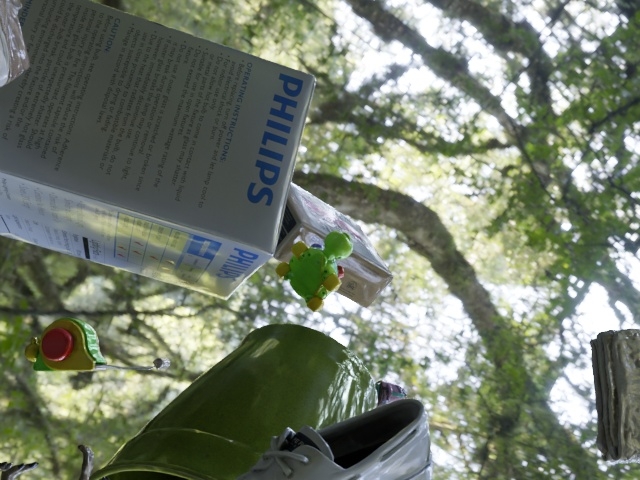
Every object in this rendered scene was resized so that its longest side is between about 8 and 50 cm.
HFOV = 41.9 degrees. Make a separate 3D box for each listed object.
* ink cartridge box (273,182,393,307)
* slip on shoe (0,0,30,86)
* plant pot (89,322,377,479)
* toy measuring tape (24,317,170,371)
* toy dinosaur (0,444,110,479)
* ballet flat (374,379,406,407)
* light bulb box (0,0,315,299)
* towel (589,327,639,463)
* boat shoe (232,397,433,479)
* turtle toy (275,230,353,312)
[{"bbox_3d":[0.000,0.000,1.541,0.088,0.234,0.193,-50,-146,16],"label":"ink cartridge box"},{"bbox_3d":[-0.257,-0.186,0.654,0.051,0.041,0.135,31,-43,34],"label":"slip on shoe"},{"bbox_3d":[-0.083,0.313,1.167,0.366,0.366,0.353,-31,-163,37],"label":"plant pot"},{"bbox_3d":[-0.473,0.217,1.756,0.329,0.121,0.122,-3,-120,15],"label":"toy measuring tape"},{"bbox_3d":[-0.160,0.164,0.441,0.183,0.053,0.093,-20,-107,20],"label":"toy dinosaur"},{"bbox_3d":[0.114,0.329,1.721,0.221,0.079,0.077,142,-37,-66],"label":"ballet flat"},{"bbox_3d":[-0.234,-0.099,1.044,0.358,0.360,0.225,141,-36,-71],"label":"light bulb box"},{"bbox_3d":[0.500,0.223,1.191,0.049,0.282,0.187,154,-59,-61],"label":"towel"},{"bbox_3d":[-0.015,0.196,0.701,0.095,0.258,0.084,19,-63,50],"label":"boat shoe"},{"bbox_3d":[0.000,0.039,1.253,0.095,0.066,0.130,46,-56,12],"label":"turtle toy"}]
